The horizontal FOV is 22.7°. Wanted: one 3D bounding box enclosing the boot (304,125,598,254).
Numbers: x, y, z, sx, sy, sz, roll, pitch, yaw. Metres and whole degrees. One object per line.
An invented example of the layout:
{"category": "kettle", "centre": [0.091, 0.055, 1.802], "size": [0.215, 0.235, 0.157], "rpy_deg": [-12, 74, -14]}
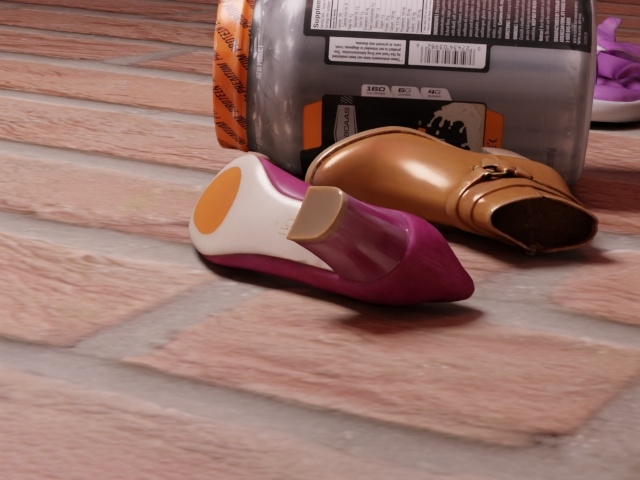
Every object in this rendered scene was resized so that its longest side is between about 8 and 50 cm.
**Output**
{"category": "boot", "centre": [0.098, -0.033, 1.182], "size": [0.197, 0.073, 0.152], "rpy_deg": [-4, 19, -13]}

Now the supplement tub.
{"category": "supplement tub", "centre": [0.073, -0.146, 1.376], "size": [0.316, 0.193, 0.193], "rpy_deg": [3, 14, 5]}

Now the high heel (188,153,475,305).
{"category": "high heel", "centre": [0.000, 0.000, 1.077], "size": [0.117, 0.082, 0.244], "rpy_deg": [30, -15, -27]}

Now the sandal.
{"category": "sandal", "centre": [0.321, -0.213, 1.868], "size": [0.169, 0.102, 0.416], "rpy_deg": [6, 15, 17]}
